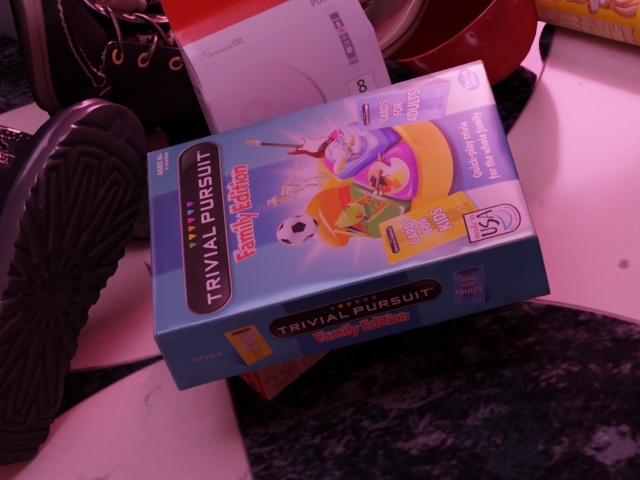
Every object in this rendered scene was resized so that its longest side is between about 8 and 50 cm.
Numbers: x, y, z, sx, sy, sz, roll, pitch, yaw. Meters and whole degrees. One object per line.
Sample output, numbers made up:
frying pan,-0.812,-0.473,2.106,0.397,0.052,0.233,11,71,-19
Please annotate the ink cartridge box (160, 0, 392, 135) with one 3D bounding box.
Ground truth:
ink cartridge box,-0.046,-0.203,1.541,0.189,0.232,0.066,-26,27,-14

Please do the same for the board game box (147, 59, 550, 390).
board game box,0.015,-0.020,1.416,0.336,0.079,0.254,-15,42,5

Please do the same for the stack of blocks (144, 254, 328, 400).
stack of blocks,0.000,0.000,1.527,0.297,0.087,0.171,-37,44,-18

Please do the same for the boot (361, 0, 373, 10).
boot,0.009,-0.284,1.850,0.158,0.059,0.084,6,43,28

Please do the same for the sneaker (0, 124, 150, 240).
sneaker,-0.280,-0.035,1.686,0.227,0.130,0.087,17,46,-1

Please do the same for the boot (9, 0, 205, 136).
boot,-0.162,-0.207,1.635,0.284,0.377,0.138,-13,69,-1

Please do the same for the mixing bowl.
mixing bowl,0.165,-0.227,1.675,0.181,0.098,0.181,-34,28,21

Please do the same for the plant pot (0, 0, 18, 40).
plant pot,-0.318,-0.348,1.935,0.293,0.196,0.293,-11,43,11

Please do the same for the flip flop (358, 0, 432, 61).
flip flop,0.081,-0.280,1.668,0.277,0.080,0.112,-48,27,-6

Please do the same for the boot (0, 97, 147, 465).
boot,-0.415,-0.011,1.577,0.445,0.146,0.367,18,83,37

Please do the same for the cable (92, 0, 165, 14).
cable,-0.197,-0.269,1.835,0.072,0.139,0.287,7,9,33

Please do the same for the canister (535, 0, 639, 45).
canister,0.327,-0.272,1.701,0.170,0.073,0.126,21,55,38
